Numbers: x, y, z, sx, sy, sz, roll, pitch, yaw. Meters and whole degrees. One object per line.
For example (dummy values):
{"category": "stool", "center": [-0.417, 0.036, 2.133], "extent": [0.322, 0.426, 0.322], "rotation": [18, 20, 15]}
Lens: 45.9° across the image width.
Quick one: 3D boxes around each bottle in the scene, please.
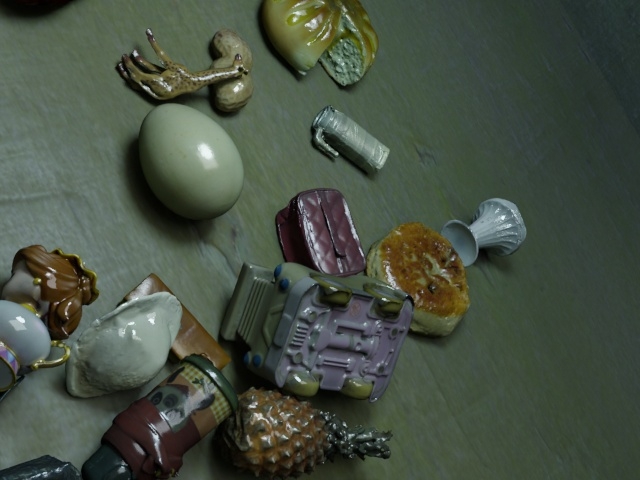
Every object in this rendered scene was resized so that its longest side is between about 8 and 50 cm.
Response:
{"category": "bottle", "center": [-0.268, 0.325, 1.264], "extent": [0.271, 0.156, 0.143], "rotation": [-41, 109, -28]}

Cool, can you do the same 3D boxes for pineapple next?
{"category": "pineapple", "center": [-0.019, 0.378, 1.437], "extent": [0.361, 0.175, 0.175], "rotation": [17, 58, -30]}

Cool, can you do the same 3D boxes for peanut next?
{"category": "peanut", "center": [-0.205, -0.398, 1.746], "extent": [0.104, 0.085, 0.228], "rotation": [7, 61, -15]}

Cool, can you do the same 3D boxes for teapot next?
{"category": "teapot", "center": [0.067, -0.241, 1.893], "extent": [0.200, 0.077, 0.107], "rotation": [35, 70, -19]}

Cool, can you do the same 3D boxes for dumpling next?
{"category": "dumpling", "center": [-0.340, 0.173, 1.290], "extent": [0.216, 0.166, 0.126], "rotation": [-18, 44, -4]}

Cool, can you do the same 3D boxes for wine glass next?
{"category": "wine glass", "center": [0.428, -0.016, 2.006], "extent": [0.196, 0.165, 0.165], "rotation": [-20, 81, -39]}

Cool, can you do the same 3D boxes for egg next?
{"category": "egg", "center": [-0.261, -0.159, 1.506], "extent": [0.188, 0.188, 0.253], "rotation": [-27, 83, -43]}

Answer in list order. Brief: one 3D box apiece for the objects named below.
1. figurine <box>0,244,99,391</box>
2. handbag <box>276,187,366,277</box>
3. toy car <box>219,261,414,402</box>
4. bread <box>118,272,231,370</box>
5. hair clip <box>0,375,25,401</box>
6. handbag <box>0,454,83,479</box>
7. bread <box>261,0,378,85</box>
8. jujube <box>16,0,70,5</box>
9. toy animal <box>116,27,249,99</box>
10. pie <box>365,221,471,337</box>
{"category": "figurine", "center": [-0.467, 0.113, 1.216], "extent": [0.189, 0.142, 0.263], "rotation": [30, 39, -7]}
{"category": "handbag", "center": [0.000, 0.000, 1.670], "extent": [0.146, 0.135, 0.225], "rotation": [-5, 72, -35]}
{"category": "toy car", "center": [-0.001, 0.174, 1.524], "extent": [0.336, 0.226, 0.242], "rotation": [14, 97, -46]}
{"category": "bread", "center": [-0.272, 0.171, 1.421], "extent": [0.226, 0.049, 0.088], "rotation": [50, 47, -7]}
{"category": "hair clip", "center": [-0.523, 0.311, 1.164], "extent": [0.070, 0.039, 0.229], "rotation": [22, 60, -28]}
{"category": "handbag", "center": [-0.454, 0.427, 1.113], "extent": [0.270, 0.089, 0.175], "rotation": [-12, 93, -44]}
{"category": "bread", "center": [0.008, -0.563, 1.952], "extent": [0.333, 0.160, 0.333], "rotation": [20, 55, -31]}
{"category": "jujube", "center": [-0.534, -0.562, 1.502], "extent": [0.183, 0.183, 0.243], "rotation": [45, 47, -11]}
{"category": "toy animal", "center": [-0.296, -0.364, 1.630], "extent": [0.275, 0.054, 0.149], "rotation": [12, 73, -9]}
{"category": "pie", "center": [0.251, 0.088, 1.857], "extent": [0.315, 0.092, 0.315], "rotation": [18, 56, -29]}
